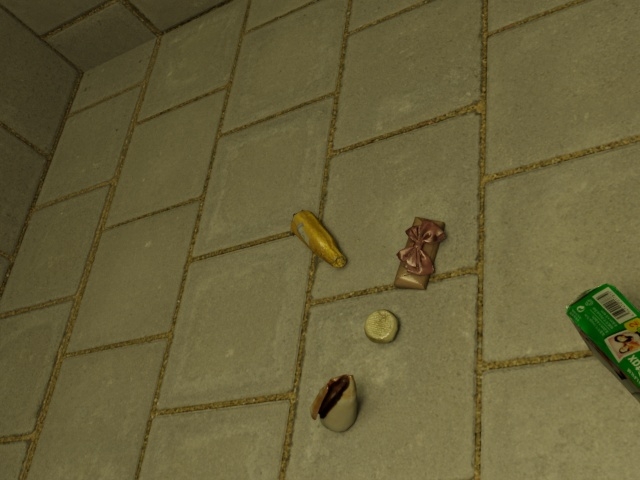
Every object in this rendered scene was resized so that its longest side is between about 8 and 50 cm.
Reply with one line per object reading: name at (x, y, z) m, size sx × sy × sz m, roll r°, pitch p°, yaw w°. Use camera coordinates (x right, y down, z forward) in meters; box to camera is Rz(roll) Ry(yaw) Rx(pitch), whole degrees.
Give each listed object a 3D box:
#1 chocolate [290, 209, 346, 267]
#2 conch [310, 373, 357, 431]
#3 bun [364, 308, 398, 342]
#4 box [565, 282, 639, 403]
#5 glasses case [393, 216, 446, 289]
chocolate at (0.000, 0.000, 2.168) m, size 0.086 × 0.085 × 0.219 m, roll -47°, pitch 44°, yaw 2°
conch at (0.037, 0.367, 1.817) m, size 0.104 × 0.176 × 0.094 m, roll 22°, pitch 58°, yaw 6°
bun at (0.147, 0.206, 1.909) m, size 0.086 × 0.055 × 0.086 m, roll -11°, pitch 62°, yaw 20°
box at (0.570, 0.206, 1.459) m, size 0.103 × 0.180 × 0.250 m, roll -38°, pitch 42°, yaw 6°
glasses case at (0.242, 0.024, 1.948) m, size 0.102 × 0.070 × 0.194 m, roll 2°, pitch 62°, yaw 39°
